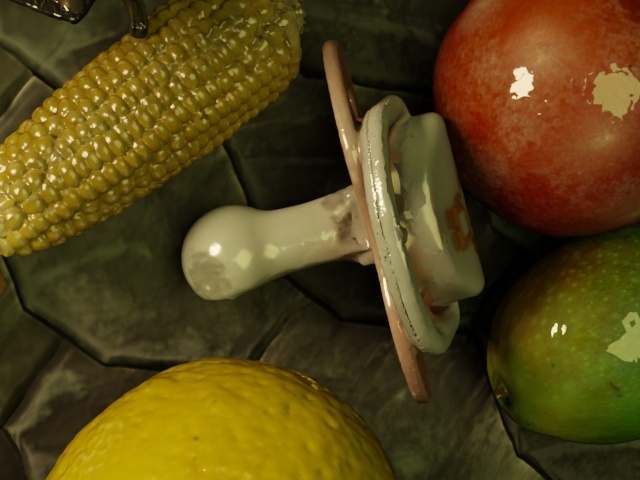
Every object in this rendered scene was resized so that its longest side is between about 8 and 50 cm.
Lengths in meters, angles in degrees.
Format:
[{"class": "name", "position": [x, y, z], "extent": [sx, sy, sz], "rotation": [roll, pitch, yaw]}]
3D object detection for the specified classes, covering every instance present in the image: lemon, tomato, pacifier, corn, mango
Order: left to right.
[{"class": "corn", "position": [-0.149, -0.113, 1.245], "extent": [0.347, 0.130, 0.130], "rotation": [-38, 108, -12]}, {"class": "lemon", "position": [-0.087, 0.261, 1.202], "extent": [0.336, 0.336, 0.336], "rotation": [-2, 95, -24]}, {"class": "pacifier", "position": [0.029, -0.010, 1.291], "extent": [0.220, 0.273, 0.332], "rotation": [-26, 104, -48]}, {"class": "tomato", "position": [0.223, -0.128, 1.337], "extent": [0.264, 0.265, 0.265], "rotation": [-2, 95, -24]}, {"class": "mango", "position": [0.336, 0.081, 1.428], "extent": [0.381, 0.201, 0.225], "rotation": [-10, 124, -25]}]

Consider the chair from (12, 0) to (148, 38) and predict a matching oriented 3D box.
[{"class": "chair", "position": [-0.223, -0.253, 1.100], "extent": [0.188, 0.272, 0.166], "rotation": [21, 56, 7]}]

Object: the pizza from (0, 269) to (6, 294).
[{"class": "pizza", "position": [-0.367, 0.043, 1.188], "extent": [0.194, 0.069, 0.154], "rotation": [-46, 111, -16]}]
